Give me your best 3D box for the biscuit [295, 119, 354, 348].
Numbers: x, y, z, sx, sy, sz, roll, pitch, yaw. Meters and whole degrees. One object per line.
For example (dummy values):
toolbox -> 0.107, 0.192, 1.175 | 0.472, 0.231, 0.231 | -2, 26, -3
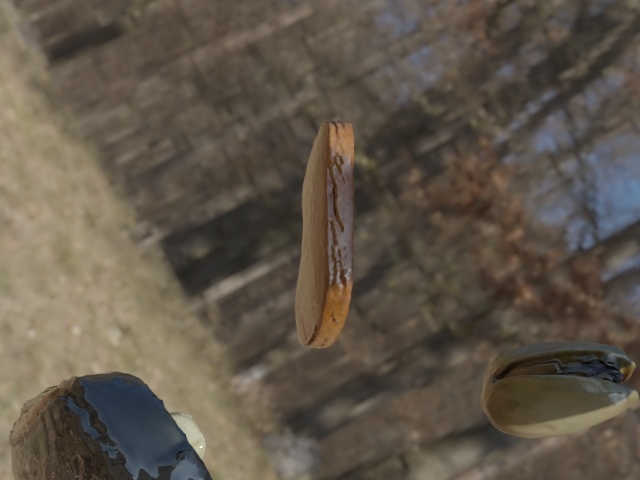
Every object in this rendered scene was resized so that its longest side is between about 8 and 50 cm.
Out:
biscuit -> -0.001, 0.000, 1.715 | 0.186, 0.036, 0.192 | 119, -27, -73

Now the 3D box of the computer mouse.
computer mouse -> -0.148, 0.183, 1.341 | 0.183, 0.116, 0.323 | 53, -13, -2

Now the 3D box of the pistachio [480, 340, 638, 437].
pistachio -> 0.304, 0.194, 2.394 | 0.131, 0.206, 0.130 | 67, 21, -53

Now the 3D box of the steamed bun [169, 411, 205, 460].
steamed bun -> -0.202, 0.291, 2.066 | 0.141, 0.172, 0.155 | 106, -28, -49
